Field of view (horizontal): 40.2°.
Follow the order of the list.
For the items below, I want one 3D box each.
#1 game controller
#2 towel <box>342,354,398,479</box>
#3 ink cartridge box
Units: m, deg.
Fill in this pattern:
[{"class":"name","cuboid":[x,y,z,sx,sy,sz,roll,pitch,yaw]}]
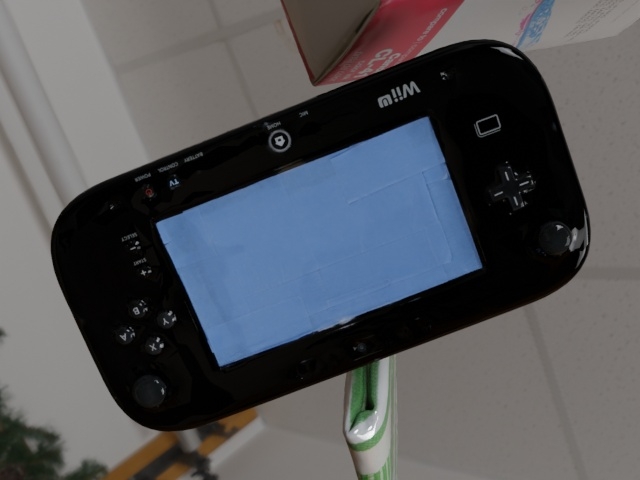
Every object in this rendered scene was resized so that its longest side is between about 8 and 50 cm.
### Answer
[{"class":"game controller","cuboid":[0.000,0.000,0.540,0.067,0.319,0.167,-103,172,-69]},{"class":"towel","cuboid":[0.050,0.177,0.793,0.038,0.248,0.325,-1,-48,5]},{"class":"ink cartridge box","cuboid":[0.109,-0.257,0.651,0.131,0.306,0.226,-41,-114,59]}]
